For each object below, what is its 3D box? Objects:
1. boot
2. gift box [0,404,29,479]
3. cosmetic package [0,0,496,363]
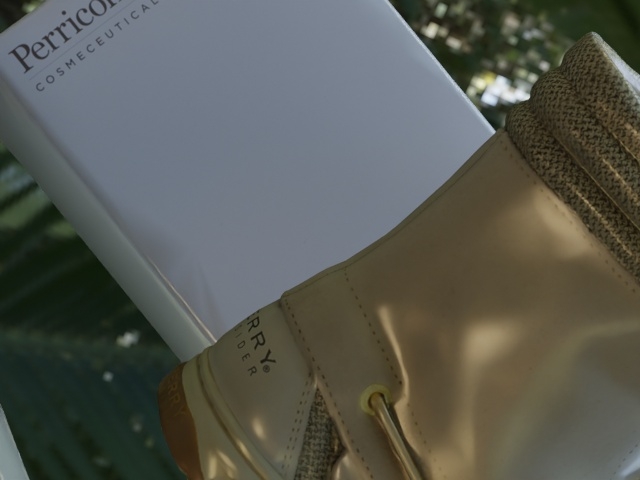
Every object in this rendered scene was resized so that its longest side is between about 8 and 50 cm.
[{"bbox_3d":[0.102,0.075,0.613,0.203,0.262,0.095,-41,-160,12],"label":"boot"},{"bbox_3d":[-0.280,0.058,0.800,0.276,0.255,0.258,74,-9,-69],"label":"gift box"},{"bbox_3d":[0.000,0.000,0.976,0.197,0.365,0.155,-40,-179,-13],"label":"cosmetic package"}]
